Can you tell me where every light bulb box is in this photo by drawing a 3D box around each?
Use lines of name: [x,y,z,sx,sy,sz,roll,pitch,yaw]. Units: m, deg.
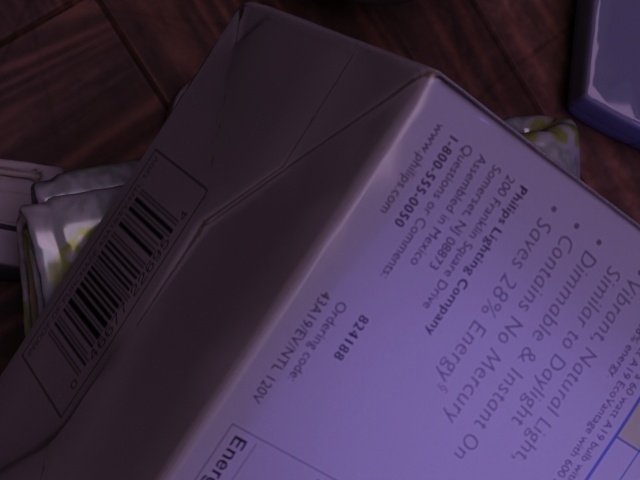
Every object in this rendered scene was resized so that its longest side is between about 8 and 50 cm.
light bulb box: [0.039,0.126,0.770,0.361,0.225,0.358,33,92,-29]

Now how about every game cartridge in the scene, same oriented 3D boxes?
game cartridge: [0.336,-0.150,1.131,0.294,0.060,0.196,9,78,-13]

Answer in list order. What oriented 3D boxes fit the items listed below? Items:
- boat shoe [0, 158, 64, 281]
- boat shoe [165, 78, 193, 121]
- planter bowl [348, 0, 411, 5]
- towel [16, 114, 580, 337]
boat shoe: [-0.285,-0.040,0.886,0.268,0.096,0.088,12,77,-20]
boat shoe: [0.000,0.000,0.982,0.098,0.096,0.277,-43,100,-20]
planter bowl: [0.031,-0.236,1.010,0.162,0.109,0.162,2,85,-20]
towel: [-0.003,0.097,0.917,0.375,0.090,0.320,-8,113,-21]
